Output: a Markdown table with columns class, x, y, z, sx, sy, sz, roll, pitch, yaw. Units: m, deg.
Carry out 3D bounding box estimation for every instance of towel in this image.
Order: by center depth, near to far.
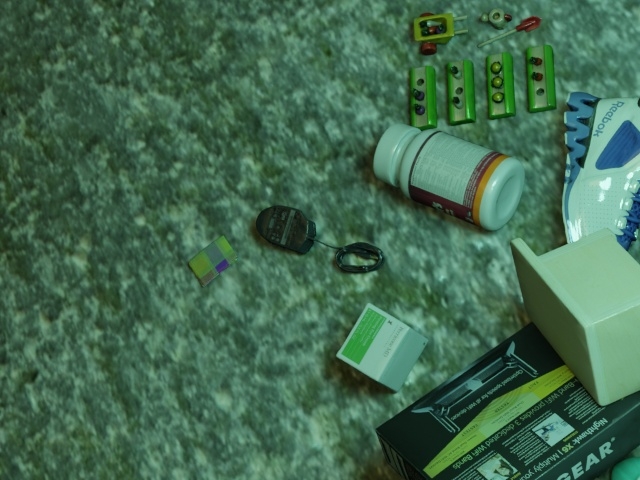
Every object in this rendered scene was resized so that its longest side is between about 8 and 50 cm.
| class | x | y | z | sx | sy | sz | roll | pitch | yaw |
| --- | --- | --- | --- | --- | --- | --- | --- | --- | --- |
| towel | -0.187 | 0.036 | 2.274 | 0.083 | 0.009 | 0.060 | -40 | 61 | 8 |

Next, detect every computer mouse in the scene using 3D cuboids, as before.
| class | x | y | z | sx | sy | sz | roll | pitch | yaw |
| --- | --- | --- | --- | --- | --- | --- | --- | --- | --- |
| computer mouse | 0.000 | 0.000 | 2.189 | 0.242 | 0.041 | 0.071 | 22 | 93 | 22 |

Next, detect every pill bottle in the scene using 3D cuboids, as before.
| class | x | y | z | sx | sy | sz | roll | pitch | yaw |
| --- | --- | --- | --- | --- | --- | --- | --- | --- | --- |
| pill bottle | 0.202 | -0.106 | 2.075 | 0.221 | 0.121 | 0.121 | 23 | 85 | 29 |

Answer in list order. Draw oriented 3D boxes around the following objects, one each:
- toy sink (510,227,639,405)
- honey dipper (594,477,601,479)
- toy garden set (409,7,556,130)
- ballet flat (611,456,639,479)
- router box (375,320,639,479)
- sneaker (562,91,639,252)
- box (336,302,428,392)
| class | x | y | z | sx | sy | sz | roll | pitch | yaw |
| --- | --- | --- | --- | --- | --- | --- | --- | --- | --- |
| toy sink | 0.383 | 0.087 | 1.826 | 0.131 | 0.153 | 0.234 | -23 | 35 | -7 |
| honey dipper | 0.340 | 0.331 | 1.930 | 0.161 | 0.030 | 0.030 | 23 | 85 | 25 |
| toy garden set | 0.257 | -0.298 | 2.150 | 0.244 | 0.049 | 0.204 | -8 | 71 | 23 |
| ballet flat | 0.503 | 0.379 | 1.804 | 0.247 | 0.087 | 0.083 | 39 | 93 | 29 |
| router box | 0.271 | 0.269 | 1.841 | 0.309 | 0.081 | 0.243 | -32 | 38 | -15 |
| sneaker | 0.462 | -0.090 | 1.947 | 0.182 | 0.127 | 0.315 | -7 | 70 | 25 |
| box | 0.097 | 0.169 | 2.048 | 0.087 | 0.102 | 0.101 | 30 | 87 | 27 |
